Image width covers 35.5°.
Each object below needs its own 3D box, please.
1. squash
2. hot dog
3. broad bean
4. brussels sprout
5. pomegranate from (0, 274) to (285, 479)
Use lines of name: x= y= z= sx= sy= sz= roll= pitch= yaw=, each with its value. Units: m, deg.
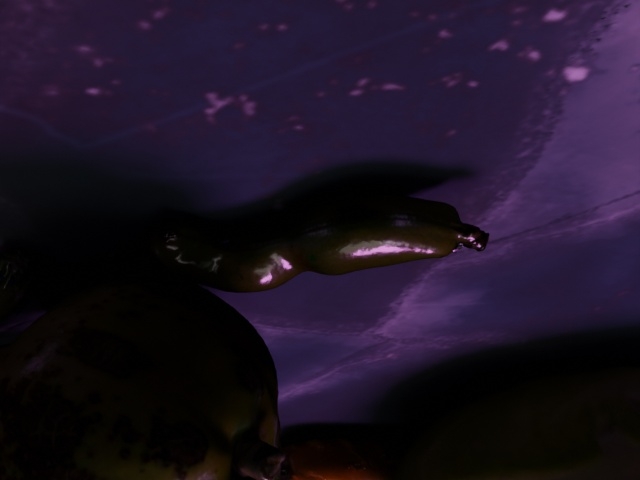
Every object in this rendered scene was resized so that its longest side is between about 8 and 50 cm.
squash: x=-0.260 y=0.050 z=0.666 sx=0.183 sy=0.052 sz=0.052 roll=-20 pitch=151 yaw=15
hot dog: x=0.065 y=0.264 z=1.137 sx=0.269 sy=0.072 sz=0.115 roll=11 pitch=146 yaw=-36
broad bean: x=0.000 y=0.000 z=0.636 sx=0.213 sy=0.048 sz=0.070 roll=-6 pitch=154 yaw=2
brussels sprout: x=0.230 y=0.288 z=0.988 sx=0.315 sy=0.276 sz=0.371 roll=22 pitch=125 yaw=-30
pomegranate: x=-0.154 y=0.114 z=0.649 sx=0.222 sy=0.276 sz=0.204 roll=-34 pitch=152 yaw=-54
